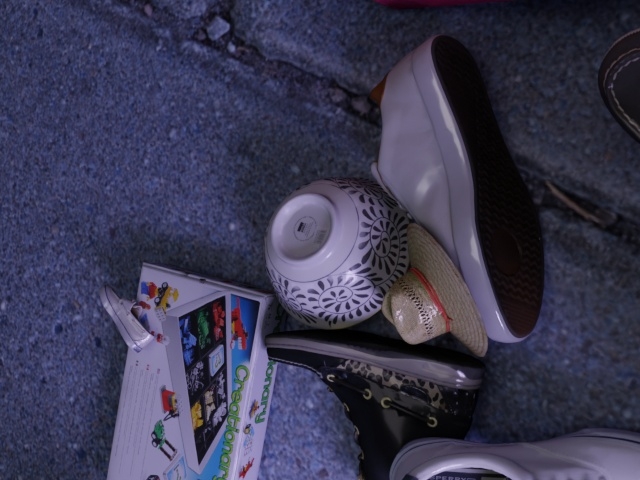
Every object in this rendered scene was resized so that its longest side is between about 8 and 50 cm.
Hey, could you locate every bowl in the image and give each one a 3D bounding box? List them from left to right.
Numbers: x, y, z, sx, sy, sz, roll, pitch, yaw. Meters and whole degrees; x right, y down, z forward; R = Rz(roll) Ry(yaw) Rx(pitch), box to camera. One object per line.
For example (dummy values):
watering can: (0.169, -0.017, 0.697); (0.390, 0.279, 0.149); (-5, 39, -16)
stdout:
bowl: (0.000, 0.000, 0.700); (0.170, 0.080, 0.170); (-11, 67, 27)

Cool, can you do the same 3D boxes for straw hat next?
straw hat: (0.090, 0.061, 0.626); (0.061, 0.144, 0.144); (-28, 72, -6)

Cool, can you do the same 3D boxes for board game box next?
board game box: (-0.153, 0.192, 0.814); (0.193, 0.053, 0.305); (12, 93, 30)

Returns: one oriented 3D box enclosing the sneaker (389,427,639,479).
sneaker: (0.186, 0.213, 0.564); (0.258, 0.091, 0.094); (-5, 94, 8)

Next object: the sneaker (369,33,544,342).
sneaker: (0.123, -0.039, 0.660); (0.123, 0.106, 0.289); (-26, 73, 47)

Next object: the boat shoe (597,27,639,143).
boat shoe: (0.338, -0.044, 0.458); (0.335, 0.095, 0.112); (34, 132, 15)

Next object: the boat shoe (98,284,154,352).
boat shoe: (-0.230, 0.086, 0.820); (0.035, 0.035, 0.100); (-37, 61, -4)

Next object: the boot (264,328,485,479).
boot: (0.040, 0.185, 0.689); (0.237, 0.085, 0.178); (6, 92, 29)

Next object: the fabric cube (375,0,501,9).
fabric cube: (0.093, -0.350, 0.545); (0.258, 0.259, 0.253); (19, 98, 51)
